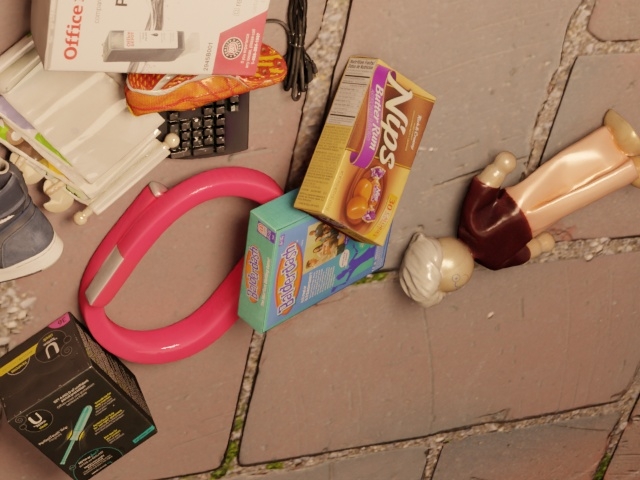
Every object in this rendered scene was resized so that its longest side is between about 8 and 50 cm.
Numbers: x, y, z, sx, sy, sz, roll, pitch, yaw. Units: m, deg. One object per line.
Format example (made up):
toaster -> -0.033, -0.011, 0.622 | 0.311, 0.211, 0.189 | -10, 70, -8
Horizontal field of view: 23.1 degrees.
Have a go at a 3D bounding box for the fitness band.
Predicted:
fitness band -> -0.157, 0.029, 1.833 | 0.209, 0.054, 0.291 | 20, 118, -43

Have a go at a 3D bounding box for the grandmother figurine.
grandmother figurine -> 0.247, -0.032, 1.962 | 0.342, 0.104, 0.208 | -33, 128, -1

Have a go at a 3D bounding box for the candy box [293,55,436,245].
candy box -> 0.052, -0.100, 1.760 | 0.109, 0.053, 0.187 | 29, 79, -42

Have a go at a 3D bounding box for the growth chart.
growth chart -> -0.259, -0.126, 1.639 | 0.172, 0.021, 0.237 | -32, 131, 3

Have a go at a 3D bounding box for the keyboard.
keyboard -> -0.091, -0.221, 1.654 | 0.201, 0.033, 0.317 | -14, 135, -18

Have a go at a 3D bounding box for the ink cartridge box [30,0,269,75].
ink cartridge box -> -0.162, -0.248, 1.515 | 0.218, 0.092, 0.159 | 0, 126, -18

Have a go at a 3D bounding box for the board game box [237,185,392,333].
board game box -> 0.000, 0.000, 1.840 | 0.210, 0.047, 0.160 | -27, 142, -37

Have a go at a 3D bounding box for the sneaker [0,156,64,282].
sneaker -> -0.404, -0.012, 1.637 | 0.226, 0.086, 0.163 | -23, 131, -1

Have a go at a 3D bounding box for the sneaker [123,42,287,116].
sneaker -> -0.121, -0.170, 1.634 | 0.175, 0.064, 0.067 | -9, 155, -16

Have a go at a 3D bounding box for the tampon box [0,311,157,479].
tampon box -> -0.293, 0.188, 1.863 | 0.120, 0.101, 0.161 | -34, 136, 2
